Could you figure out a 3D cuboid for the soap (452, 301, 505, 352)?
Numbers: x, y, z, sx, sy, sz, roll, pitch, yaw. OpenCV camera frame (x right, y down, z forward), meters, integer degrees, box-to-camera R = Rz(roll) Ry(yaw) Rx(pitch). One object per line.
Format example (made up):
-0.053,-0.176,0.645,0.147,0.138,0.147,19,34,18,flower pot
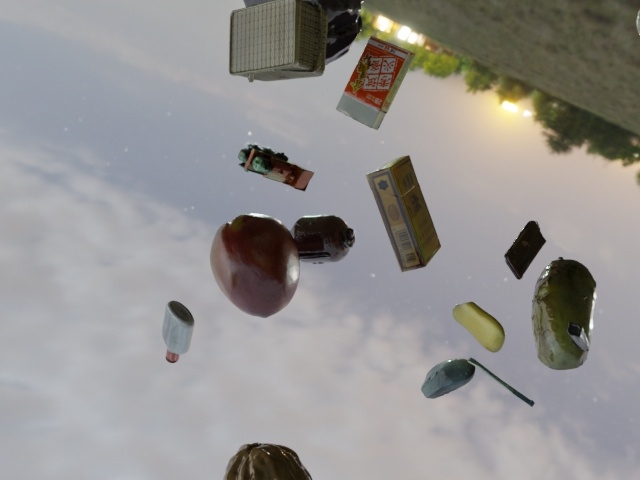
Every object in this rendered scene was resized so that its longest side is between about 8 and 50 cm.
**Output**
0.397,0.208,1.623,0.033,0.089,0.168,-4,-145,-32,soap

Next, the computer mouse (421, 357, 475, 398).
0.413,0.456,2.187,0.068,0.229,0.113,42,-145,-21,computer mouse

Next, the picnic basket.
-0.071,-0.326,1.069,0.164,0.115,0.079,4,-178,39,picnic basket

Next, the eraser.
0.150,-0.441,1.822,0.038,0.230,0.157,11,-160,-49,eraser

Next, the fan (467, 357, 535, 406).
0.450,0.352,1.624,0.193,0.016,0.038,36,172,6,fan

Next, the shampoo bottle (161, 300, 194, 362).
-0.410,0.270,1.853,0.108,0.220,0.051,40,-135,21,shampoo bottle

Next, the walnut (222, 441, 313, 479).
-0.103,0.541,1.359,0.198,0.244,0.198,-16,175,-2,walnut

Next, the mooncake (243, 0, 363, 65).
-0.051,-0.653,1.787,0.212,0.350,0.381,-30,-110,-28,mooncake

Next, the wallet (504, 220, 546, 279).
0.599,0.024,1.908,0.026,0.176,0.095,-6,126,55,wallet

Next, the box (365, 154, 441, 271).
0.246,-0.081,1.892,0.084,0.301,0.193,-16,-170,27,box

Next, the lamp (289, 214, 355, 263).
0.000,0.000,2.261,0.258,0.180,0.180,-2,-177,31,lamp

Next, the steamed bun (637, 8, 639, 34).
1.016,-0.665,1.645,0.255,0.367,0.342,12,173,-23,steamed bun

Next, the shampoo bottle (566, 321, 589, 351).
0.509,0.192,1.285,0.137,0.027,0.048,37,-156,-56,shampoo bottle

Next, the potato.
0.549,0.170,1.485,0.141,0.176,0.298,-2,-138,32,potato

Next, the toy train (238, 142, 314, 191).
-0.112,-0.177,1.561,0.118,0.074,0.176,32,-168,36,toy train

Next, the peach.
-0.204,0.084,2.073,0.308,0.308,0.332,-4,-106,-55,peach
